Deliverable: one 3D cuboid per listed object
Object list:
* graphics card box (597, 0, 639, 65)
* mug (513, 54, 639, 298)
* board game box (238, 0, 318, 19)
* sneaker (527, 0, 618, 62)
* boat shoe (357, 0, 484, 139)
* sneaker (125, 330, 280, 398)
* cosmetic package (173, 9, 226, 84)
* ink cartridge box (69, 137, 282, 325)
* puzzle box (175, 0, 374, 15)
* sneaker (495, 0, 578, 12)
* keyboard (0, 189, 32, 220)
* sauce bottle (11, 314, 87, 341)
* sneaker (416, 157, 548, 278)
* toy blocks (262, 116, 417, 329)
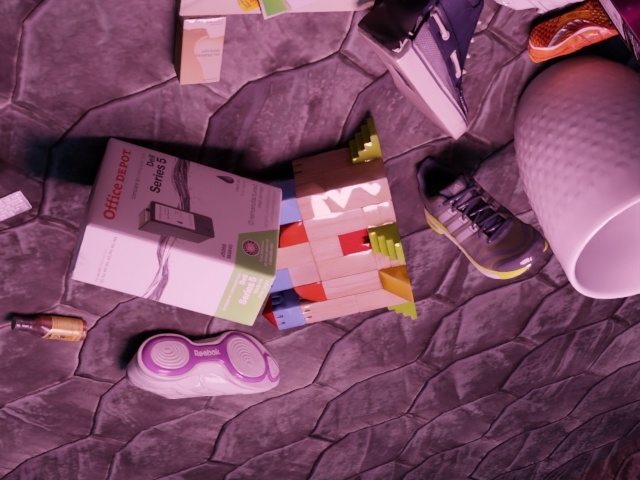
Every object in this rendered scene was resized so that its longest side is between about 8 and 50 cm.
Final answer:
[{"bbox_3d":[0.538,-0.302,1.464,0.232,0.371,0.094,-27,144,11],"label":"graphics card box"},{"bbox_3d":[0.495,-0.135,1.698,0.374,0.328,0.276,-17,145,-5],"label":"mug"},{"bbox_3d":[0.014,-0.360,1.339,0.259,0.039,0.124,-17,144,0],"label":"board game box"},{"bbox_3d":[0.397,-0.322,1.649,0.175,0.064,0.067,-15,164,2],"label":"sneaker"},{"bbox_3d":[0.182,-0.271,1.554,0.158,0.127,0.340,-47,155,2],"label":"boat shoe"},{"bbox_3d":[-0.225,0.242,2.056,0.305,0.114,0.152,10,148,-29],"label":"sneaker"},{"bbox_3d":[-0.163,-0.267,1.455,0.060,0.041,0.115,-9,143,-16],"label":"cosmetic package"},{"bbox_3d":[-0.204,-0.013,1.566,0.272,0.198,0.115,16,131,-13],"label":"ink cartridge box"},{"bbox_3d":[-0.021,-0.445,1.281,0.272,0.052,0.409,-5,141,-19],"label":"puzzle box"},{"bbox_3d":[0.266,-0.370,1.490,0.232,0.090,0.115,23,145,-33],"label":"sneaker"},{"bbox_3d":[-0.524,-0.007,1.484,0.256,0.014,0.072,-24,171,-8],"label":"keyboard"},{"bbox_3d":[-0.465,0.148,1.853,0.128,0.042,0.042,10,135,-33],"label":"sauce bottle"},{"bbox_3d":[0.247,-0.038,1.756,0.111,0.300,0.121,-44,130,-8],"label":"sneaker"},{"bbox_3d":[0.000,0.000,1.788,0.260,0.191,0.381,-12,134,4],"label":"toy blocks"}]
